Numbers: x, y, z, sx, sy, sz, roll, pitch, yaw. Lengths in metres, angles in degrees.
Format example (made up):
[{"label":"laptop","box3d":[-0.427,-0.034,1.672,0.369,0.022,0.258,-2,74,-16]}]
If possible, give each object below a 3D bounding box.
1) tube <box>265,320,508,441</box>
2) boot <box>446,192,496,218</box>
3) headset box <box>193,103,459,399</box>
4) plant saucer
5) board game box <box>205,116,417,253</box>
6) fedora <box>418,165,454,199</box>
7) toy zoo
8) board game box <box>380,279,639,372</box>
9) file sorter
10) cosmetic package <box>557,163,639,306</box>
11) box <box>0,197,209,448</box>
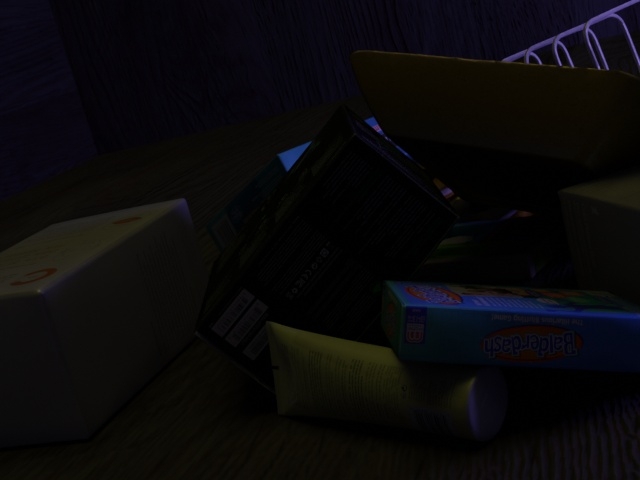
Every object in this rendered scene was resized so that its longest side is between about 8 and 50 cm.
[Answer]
[{"label":"tube","box3d":[0.044,0.122,0.880,0.240,0.062,0.070,1,63,41]},{"label":"boot","box3d":[0.222,-0.062,1.376,0.118,0.042,0.087,-21,12,-26]},{"label":"headset box","box3d":[0.000,0.000,1.080,0.246,0.131,0.283,-50,10,9]},{"label":"plant saucer","box3d":[0.231,-0.100,1.159,0.332,0.081,0.333,11,-11,34]},{"label":"board game box","box3d":[0.018,-0.096,1.597,0.336,0.079,0.253,-25,-8,-37]},{"label":"fedora","box3d":[0.139,-0.055,1.489,0.194,0.079,0.194,-16,12,4]},{"label":"toy zoo","box3d":[0.238,-0.013,1.314,0.192,0.030,0.293,-5,17,38]},{"label":"board game box","box3d":[0.161,0.069,0.859,0.210,0.047,0.160,4,5,-1]},{"label":"file sorter","box3d":[0.408,-0.249,1.649,0.192,0.173,0.277,-27,5,-33]},{"label":"cosmetic package","box3d":[0.322,0.011,0.924,0.107,0.127,0.238,-17,12,-9]},{"label":"box","box3d":[-0.297,0.089,1.204,0.214,0.168,0.345,-10,14,21]}]
